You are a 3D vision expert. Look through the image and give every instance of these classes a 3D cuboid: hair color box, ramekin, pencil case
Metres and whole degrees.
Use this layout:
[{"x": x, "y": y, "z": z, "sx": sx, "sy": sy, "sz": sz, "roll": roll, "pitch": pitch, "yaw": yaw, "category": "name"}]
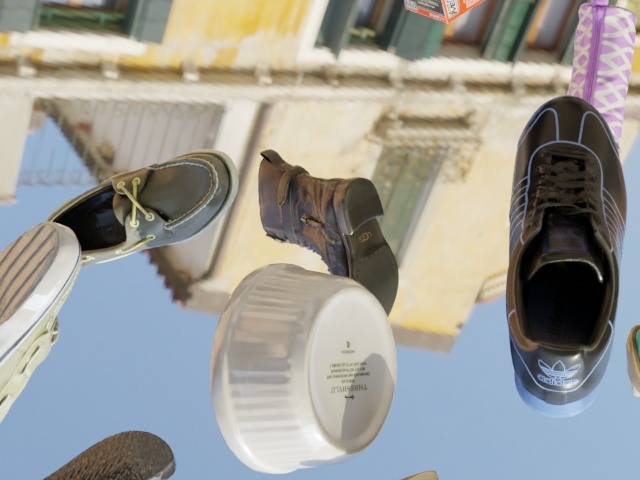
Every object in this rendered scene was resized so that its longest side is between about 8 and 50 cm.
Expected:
[{"x": 0.158, "y": -0.284, "z": 1.304, "sx": 0.141, "sy": 0.043, "sz": 0.072, "roll": -33, "pitch": -142, "yaw": -20, "category": "hair color box"}, {"x": -0.010, "y": 0.162, "z": 1.591, "sx": 0.127, "sy": 0.273, "sz": 0.273, "roll": -3, "pitch": -165, "yaw": 34, "category": "ramekin"}, {"x": 0.372, "y": -0.217, "z": 1.681, "sx": 0.086, "sy": 0.206, "sz": 0.088, "roll": 3, "pitch": 170, "yaw": 38, "category": "pencil case"}]

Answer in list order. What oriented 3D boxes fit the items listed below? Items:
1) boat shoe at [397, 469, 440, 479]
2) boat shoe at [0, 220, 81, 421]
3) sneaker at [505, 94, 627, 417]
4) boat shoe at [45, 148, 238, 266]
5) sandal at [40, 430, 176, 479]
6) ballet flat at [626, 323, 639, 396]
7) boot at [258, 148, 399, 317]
[{"x": 0.089, "y": 0.337, "z": 1.550, "sx": 0.170, "sy": 0.063, "sz": 0.059, "roll": -14, "pitch": -124, "yaw": -29, "category": "boat shoe"}, {"x": -0.352, "y": 0.101, "z": 1.435, "sx": 0.094, "sy": 0.302, "sz": 0.109, "roll": 22, "pitch": -150, "yaw": -38, "category": "boat shoe"}, {"x": 0.161, "y": -0.007, "z": 0.805, "sx": 0.081, "sy": 0.090, "sz": 0.232, "roll": 2, "pitch": -118, "yaw": 7, "category": "sneaker"}, {"x": -0.240, "y": -0.037, "z": 1.624, "sx": 0.091, "sy": 0.305, "sz": 0.109, "roll": -7, "pitch": -102, "yaw": -57, "category": "boat shoe"}, {"x": -0.287, "y": 0.310, "z": 1.522, "sx": 0.254, "sy": 0.054, "sz": 0.097, "roll": -26, "pitch": -139, "yaw": 7, "category": "sandal"}, {"x": 0.469, "y": 0.217, "z": 1.713, "sx": 0.232, "sy": 0.073, "sz": 0.080, "roll": 54, "pitch": -127, "yaw": -12, "category": "ballet flat"}, {"x": 0.000, "y": 0.000, "z": 1.839, "sx": 0.091, "sy": 0.263, "sz": 0.229, "roll": -19, "pitch": -160, "yaw": -37, "category": "boot"}]
